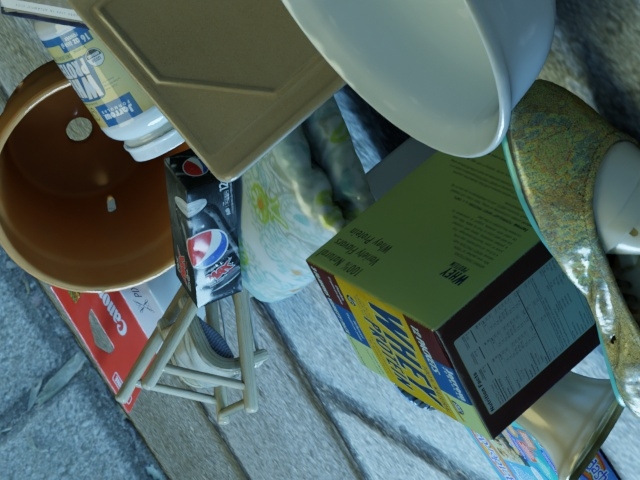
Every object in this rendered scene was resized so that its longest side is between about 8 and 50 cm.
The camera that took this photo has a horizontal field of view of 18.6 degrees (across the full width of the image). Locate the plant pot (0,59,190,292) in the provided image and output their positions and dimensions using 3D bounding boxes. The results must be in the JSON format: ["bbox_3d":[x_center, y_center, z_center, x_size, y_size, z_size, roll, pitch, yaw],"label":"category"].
[{"bbox_3d":[-0.287,-0.106,2.437,0.291,0.291,0.203,60,177,-29],"label":"plant pot"}]

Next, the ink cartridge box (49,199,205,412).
[{"bbox_3d":[-0.263,0.070,2.791,0.060,0.239,0.275,-3,133,26],"label":"ink cartridge box"}]

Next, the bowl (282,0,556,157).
[{"bbox_3d":[0.079,-0.217,1.450,0.298,0.134,0.298,46,163,19],"label":"bowl"}]

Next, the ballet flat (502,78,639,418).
[{"bbox_3d":[0.254,0.011,1.554,0.123,0.123,0.349,28,152,52],"label":"ballet flat"}]

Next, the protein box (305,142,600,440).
[{"bbox_3d":[0.138,0.033,1.711,0.200,0.201,0.136,28,152,52],"label":"protein box"}]

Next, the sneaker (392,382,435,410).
[{"bbox_3d":[0.083,0.096,2.239,0.221,0.083,0.087,57,176,-4],"label":"sneaker"}]

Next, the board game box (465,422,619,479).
[{"bbox_3d":[0.233,0.223,2.140,0.160,0.047,0.210,55,162,-17],"label":"board game box"}]

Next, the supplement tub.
[{"bbox_3d":[-0.216,-0.206,2.223,0.200,0.144,0.144,56,163,-19],"label":"supplement tub"}]

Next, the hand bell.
[{"bbox_3d":[0.167,0.120,1.872,0.242,0.126,0.126,33,159,15],"label":"hand bell"}]

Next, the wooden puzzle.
[{"bbox_3d":[-0.077,-0.206,1.758,0.239,0.221,0.044,50,-174,7],"label":"wooden puzzle"}]

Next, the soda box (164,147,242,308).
[{"bbox_3d":[-0.118,-0.014,1.972,0.060,0.053,0.169,54,157,40],"label":"soda box"}]

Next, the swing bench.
[{"bbox_3d":[-0.158,0.103,2.638,0.165,0.255,0.253,13,169,-10],"label":"swing bench"}]

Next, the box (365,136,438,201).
[{"bbox_3d":[0.091,-0.017,1.923,0.130,0.091,0.170,50,163,2],"label":"box"}]

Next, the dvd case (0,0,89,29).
[{"bbox_3d":[-0.266,-0.323,2.060,0.164,0.018,0.221,11,128,11],"label":"dvd case"}]

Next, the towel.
[{"bbox_3d":[-0.075,-0.137,1.934,0.320,0.090,0.374,136,113,-74],"label":"towel"}]
